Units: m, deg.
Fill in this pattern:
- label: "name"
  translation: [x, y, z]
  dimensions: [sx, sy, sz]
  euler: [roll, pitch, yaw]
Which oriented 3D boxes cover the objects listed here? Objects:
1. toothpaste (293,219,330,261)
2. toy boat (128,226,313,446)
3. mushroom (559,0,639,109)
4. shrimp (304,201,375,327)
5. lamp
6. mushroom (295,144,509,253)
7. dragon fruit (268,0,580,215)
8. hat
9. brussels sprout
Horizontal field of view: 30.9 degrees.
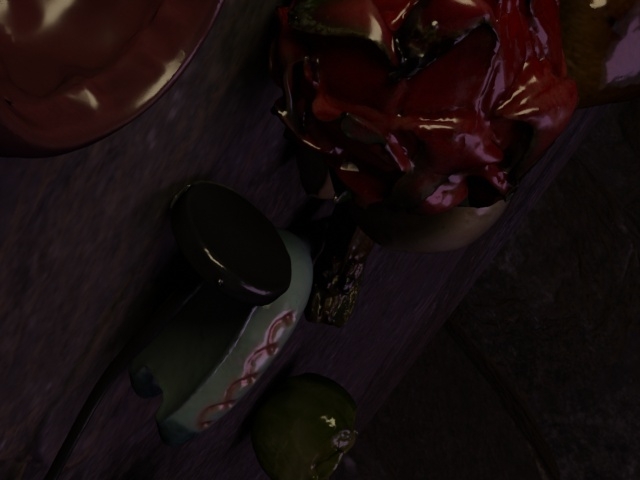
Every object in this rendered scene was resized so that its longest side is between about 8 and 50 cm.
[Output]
- label: "toothpaste"
  translation: [0.000, 0.000, 1.315]
  dimensions: [0.056, 0.036, 0.205]
  euler: [-63, 169, 13]
- label: "toy boat"
  translation: [-0.079, 0.080, 1.007]
  dimensions: [0.079, 0.134, 0.207]
  euler: [33, 97, -34]
- label: "mushroom"
  translation: [0.238, -0.277, 1.155]
  dimensions: [0.345, 0.260, 0.345]
  euler: [-162, -90, -82]
- label: "shrimp"
  translation: [0.040, -0.004, 1.299]
  dimensions: [0.173, 0.058, 0.253]
  euler: [93, 16, -66]
- label: "lamp"
  translation: [-0.169, 0.121, 0.912]
  dimensions: [0.371, 0.130, 0.108]
  euler: [-47, -170, 5]
- label: "mushroom"
  translation: [0.082, -0.090, 1.122]
  dimensions: [0.206, 0.209, 0.206]
  euler: [-162, -90, -80]
- label: "dragon fruit"
  translation: [0.088, -0.144, 0.810]
  dimensions: [0.234, 0.234, 0.293]
  euler: [-43, 180, -41]
- label: "hat"
  translation: [-0.112, -0.127, 0.484]
  dimensions: [0.205, 0.089, 0.205]
  euler: [-48, 161, -23]
- label: "brussels sprout"
  translation: [-0.026, 0.279, 1.680]
  dimensions: [0.183, 0.145, 0.131]
  euler: [-62, 173, 18]
